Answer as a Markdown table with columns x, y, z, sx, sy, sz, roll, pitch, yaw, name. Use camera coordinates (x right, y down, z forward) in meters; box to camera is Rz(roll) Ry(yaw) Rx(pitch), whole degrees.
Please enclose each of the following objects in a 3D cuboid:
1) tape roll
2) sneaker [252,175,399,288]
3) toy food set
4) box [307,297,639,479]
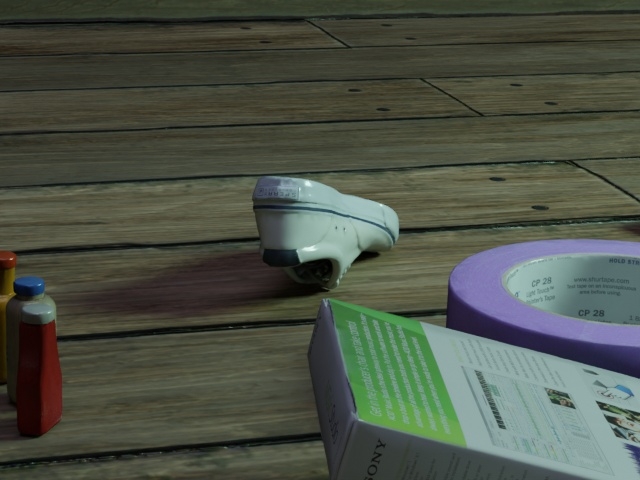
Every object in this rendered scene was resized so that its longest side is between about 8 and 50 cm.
| x | y | z | sx | sy | sz | roll | pitch | yaw | name |
| --- | --- | --- | --- | --- | --- | --- | --- | --- | --- |
| 0.239 | 0.079 | 1.463 | 0.275 | 0.090 | 0.275 | 1 | 17 | 0 | tape roll |
| 0.000 | 0.000 | 1.709 | 0.094 | 0.091 | 0.258 | 5 | -4 | 26 | sneaker |
| -0.257 | 0.090 | 1.340 | 0.111 | 0.104 | 0.232 | 7 | 18 | 17 | toy food set |
| 0.155 | 0.136 | 1.191 | 0.322 | 0.058 | 0.232 | 16 | 15 | -9 | box |
